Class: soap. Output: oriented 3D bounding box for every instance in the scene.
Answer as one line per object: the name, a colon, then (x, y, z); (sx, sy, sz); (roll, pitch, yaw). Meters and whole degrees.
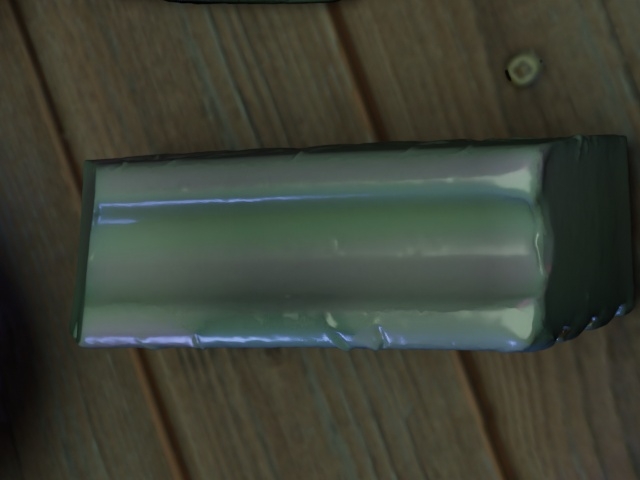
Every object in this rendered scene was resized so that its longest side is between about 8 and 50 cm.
soap: (0.000, 0.000, 1.078); (0.347, 0.208, 0.115); (-1, 93, 26)

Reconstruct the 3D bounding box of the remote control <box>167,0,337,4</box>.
remote control: (-0.073, -0.191, 1.184); (0.222, 0.042, 0.072); (3, 97, 23)
